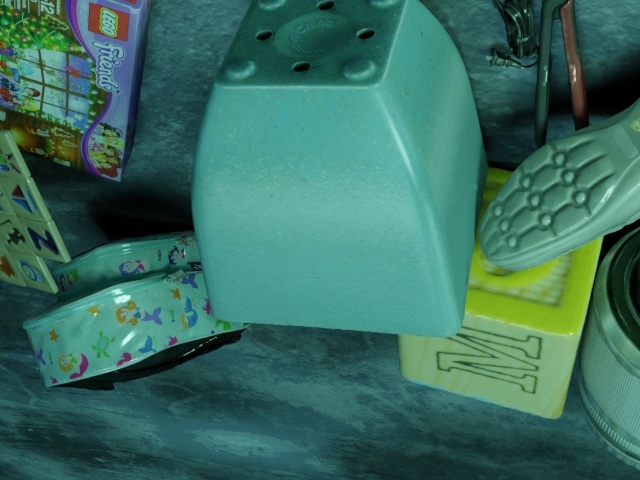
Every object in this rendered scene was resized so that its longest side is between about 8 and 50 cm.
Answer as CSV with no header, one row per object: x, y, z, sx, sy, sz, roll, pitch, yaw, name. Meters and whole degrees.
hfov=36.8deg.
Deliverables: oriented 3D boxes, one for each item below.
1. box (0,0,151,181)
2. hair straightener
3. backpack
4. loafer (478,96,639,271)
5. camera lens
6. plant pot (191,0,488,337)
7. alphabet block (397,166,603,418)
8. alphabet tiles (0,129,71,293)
-0.289,-0.189,1.006,0.201,0.057,0.293,16,147,-6,box
0.193,-0.167,0.875,0.089,0.047,0.230,0,146,20,hair straightener
-0.248,0.094,1.240,0.225,0.254,0.191,-17,95,39,backpack
0.290,-0.067,0.881,0.319,0.112,0.111,-36,141,27,loafer
0.406,0.121,1.074,0.220,0.219,0.274,6,146,12,camera lens
0.013,-0.089,0.893,0.248,0.247,0.252,3,137,16,plant pot
0.198,0.055,1.061,0.194,0.192,0.197,11,149,15,alphabet block
-0.441,-0.068,1.148,0.343,0.011,0.285,9,131,36,alphabet tiles
